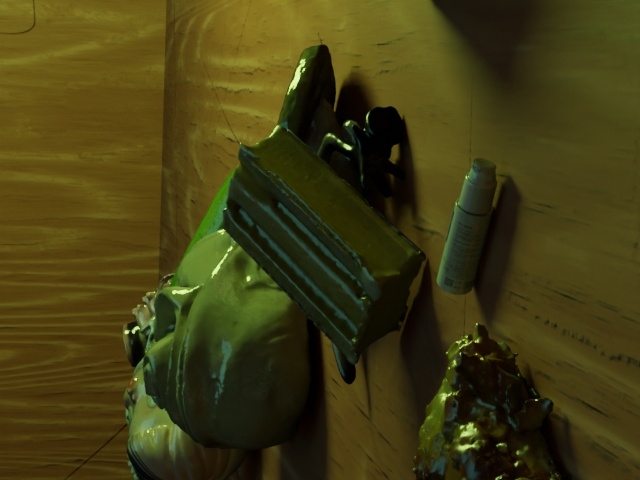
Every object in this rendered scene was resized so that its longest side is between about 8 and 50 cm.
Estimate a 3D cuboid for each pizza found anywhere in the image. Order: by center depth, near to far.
[{"bbox_3d":[0.121,0.181,1.073,0.289,0.081,0.229,154,116,-77],"label":"pizza"}]

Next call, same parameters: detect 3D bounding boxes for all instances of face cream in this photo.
[{"bbox_3d":[0.128,-0.013,1.154,0.034,0.034,0.130,-106,21,-51],"label":"face cream"}]

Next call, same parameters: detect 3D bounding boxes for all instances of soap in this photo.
[{"bbox_3d":[-0.001,0.001,1.400,0.233,0.076,0.135,46,143,26],"label":"soap"}]

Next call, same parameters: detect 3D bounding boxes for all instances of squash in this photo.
[{"bbox_3d":[-0.143,-0.002,2.063,0.379,0.101,0.101,-61,27,30],"label":"squash"}]

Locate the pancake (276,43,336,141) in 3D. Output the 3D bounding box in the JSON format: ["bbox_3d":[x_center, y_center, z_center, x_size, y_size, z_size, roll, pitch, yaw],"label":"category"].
[{"bbox_3d":[-0.025,-0.124,1.624,0.236,0.042,0.222,67,-143,-74],"label":"pancake"}]

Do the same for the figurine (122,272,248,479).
[{"bbox_3d":[-0.219,0.246,2.238,0.253,0.211,0.361,116,153,-56],"label":"figurine"}]

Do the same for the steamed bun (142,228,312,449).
[{"bbox_3d":[-0.139,0.135,1.879,0.310,0.219,0.324,128,141,-68],"label":"steamed bun"}]

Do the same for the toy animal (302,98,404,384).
[{"bbox_3d":[0.015,-0.021,1.512,0.195,0.090,0.324,-115,29,-49],"label":"toy animal"}]
